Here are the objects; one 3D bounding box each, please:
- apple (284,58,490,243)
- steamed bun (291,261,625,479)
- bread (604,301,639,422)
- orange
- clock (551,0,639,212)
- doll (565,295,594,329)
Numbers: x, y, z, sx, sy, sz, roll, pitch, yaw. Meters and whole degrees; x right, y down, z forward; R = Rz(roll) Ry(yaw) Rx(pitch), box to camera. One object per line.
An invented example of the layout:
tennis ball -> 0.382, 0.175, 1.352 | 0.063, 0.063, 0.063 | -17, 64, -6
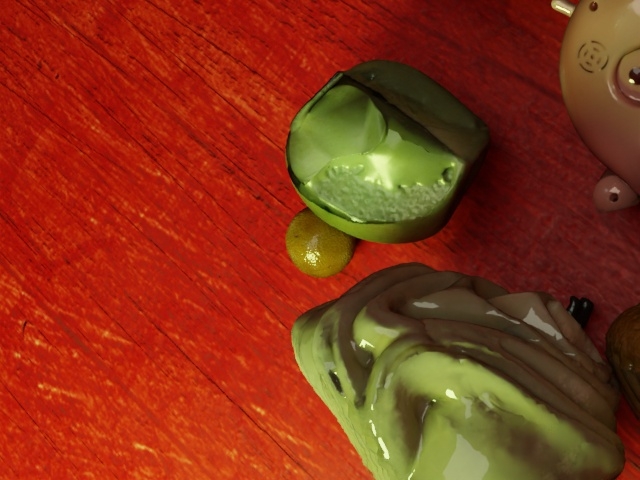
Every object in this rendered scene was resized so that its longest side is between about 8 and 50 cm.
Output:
apple -> 0.070, -0.088, 1.234 | 0.188, 0.174, 0.207 | 39, 55, 11
steamed bun -> 0.139, 0.149, 1.033 | 0.219, 0.324, 0.310 | -35, 90, -3
bread -> 0.361, 0.110, 1.004 | 0.239, 0.240, 0.139 | 1, 91, 29
orange -> 0.000, 0.000, 1.309 | 0.085, 0.085, 0.085 | -6, 77, 27
clock -> 0.331, -0.165, 1.085 | 0.227, 0.142, 0.241 | -14, 96, 25
doll -> 0.202, 0.137, 1.184 | 0.139, 0.057, 0.165 | 0, 88, 27
